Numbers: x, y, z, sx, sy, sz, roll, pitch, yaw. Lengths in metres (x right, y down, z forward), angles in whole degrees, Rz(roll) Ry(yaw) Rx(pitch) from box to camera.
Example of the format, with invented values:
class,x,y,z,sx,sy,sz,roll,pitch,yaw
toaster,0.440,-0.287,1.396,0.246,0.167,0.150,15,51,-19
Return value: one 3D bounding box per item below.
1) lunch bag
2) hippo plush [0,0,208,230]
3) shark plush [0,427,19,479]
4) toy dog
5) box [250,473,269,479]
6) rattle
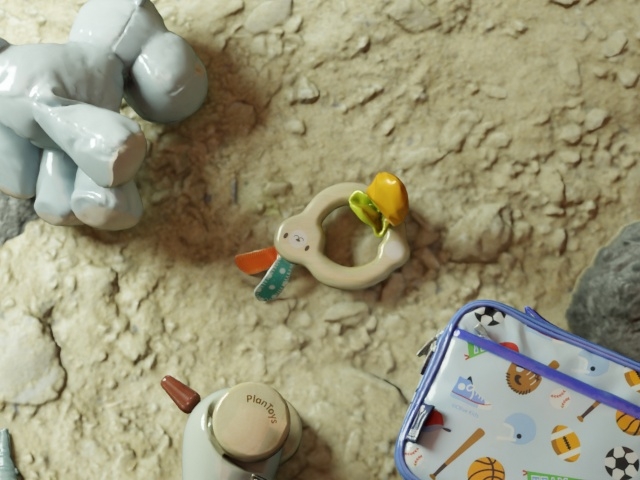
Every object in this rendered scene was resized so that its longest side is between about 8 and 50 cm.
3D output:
class,x,y,z,sx,sy,sz,roll,pitch,yaw
lunch bag,0.235,0.202,1.642,0.303,0.115,0.243,25,79,11
hippo plush,-0.269,-0.171,1.770,0.294,0.234,0.236,42,54,-1
shark plush,-0.342,0.295,1.735,0.067,0.073,0.161,-12,54,-16
toy dog,-0.146,0.275,1.627,0.161,0.220,0.333,24,56,10
box,-0.084,0.391,1.542,0.073,0.293,0.295,24,81,9
rattle,0.000,0.000,1.706,0.200,0.143,0.130,-10,94,-2
